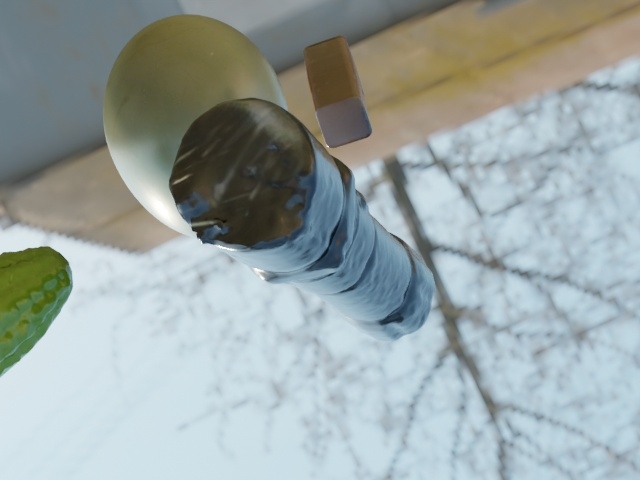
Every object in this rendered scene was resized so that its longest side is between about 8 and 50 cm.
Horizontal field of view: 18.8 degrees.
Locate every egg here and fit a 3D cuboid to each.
[{"bbox_3d":[-0.123,-0.112,1.956,0.186,0.242,0.186,-7,-147,4],"label":"egg"}]

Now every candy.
[{"bbox_3d":[-0.259,0.076,1.340,0.209,0.097,0.096,-38,-165,-14],"label":"candy"}]

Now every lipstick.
[{"bbox_3d":[0.015,-0.135,1.742,0.045,0.045,0.145,-16,-152,4],"label":"lipstick"}]

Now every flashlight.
[{"bbox_3d":[0.000,0.000,1.354,0.103,0.103,0.424,-24,164,8],"label":"flashlight"}]
